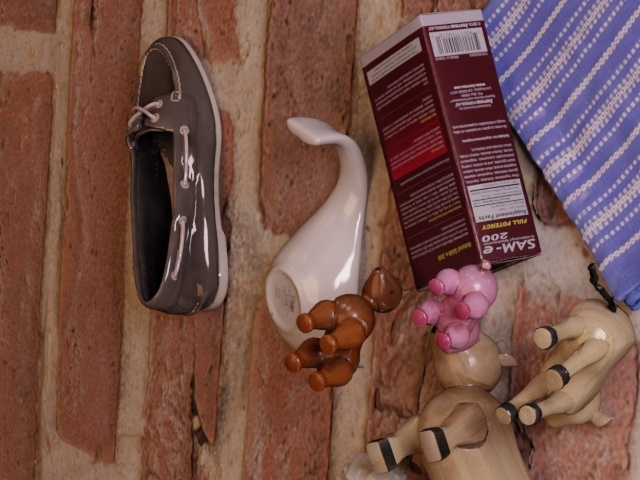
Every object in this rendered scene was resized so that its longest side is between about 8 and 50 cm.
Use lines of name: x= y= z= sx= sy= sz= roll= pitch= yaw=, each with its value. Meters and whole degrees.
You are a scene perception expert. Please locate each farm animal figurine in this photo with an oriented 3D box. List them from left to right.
farm animal figurine: x=0.146 y=0.156 z=1.516 sx=0.330 sy=0.172 sz=0.326 roll=7 pitch=108 yaw=41

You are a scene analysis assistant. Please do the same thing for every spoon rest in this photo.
spoon rest: x=0.000 y=0.000 z=1.748 sx=0.137 sy=0.084 sz=0.276 roll=38 pitch=132 yaw=43

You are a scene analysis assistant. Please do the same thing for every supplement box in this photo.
supplement box: x=0.120 y=-0.083 z=1.563 sx=0.130 sy=0.073 sz=0.239 roll=-27 pitch=74 yaw=62

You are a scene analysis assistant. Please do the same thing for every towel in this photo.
towel: x=0.254 y=-0.135 z=1.448 sx=0.243 sy=0.040 sz=0.336 roll=-56 pitch=52 yaw=40

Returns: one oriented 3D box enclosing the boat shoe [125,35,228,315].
boat shoe: x=-0.178 y=-0.079 z=1.923 sx=0.112 sy=0.096 sz=0.335 roll=-17 pitch=78 yaw=48
